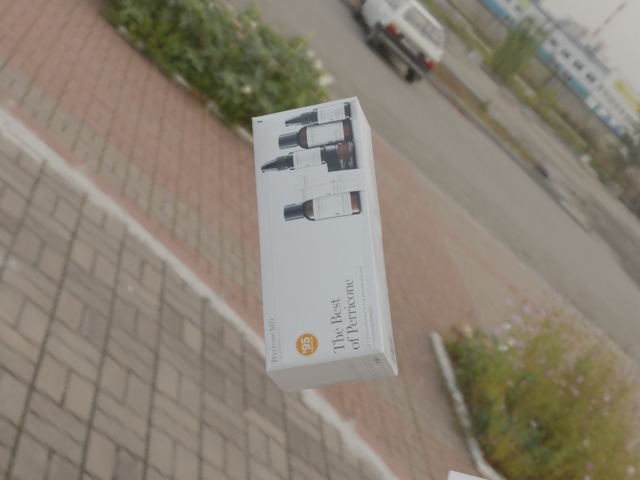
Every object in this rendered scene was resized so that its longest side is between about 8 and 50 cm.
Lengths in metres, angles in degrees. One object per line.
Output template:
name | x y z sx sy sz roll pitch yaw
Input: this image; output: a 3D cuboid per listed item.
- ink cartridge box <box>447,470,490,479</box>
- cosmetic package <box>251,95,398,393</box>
ink cartridge box | 0.167 0.290 1.121 0.089 0.092 0.143 13 -11 12
cosmetic package | 0.000 0.000 0.922 0.060 0.098 0.239 57 24 -60
